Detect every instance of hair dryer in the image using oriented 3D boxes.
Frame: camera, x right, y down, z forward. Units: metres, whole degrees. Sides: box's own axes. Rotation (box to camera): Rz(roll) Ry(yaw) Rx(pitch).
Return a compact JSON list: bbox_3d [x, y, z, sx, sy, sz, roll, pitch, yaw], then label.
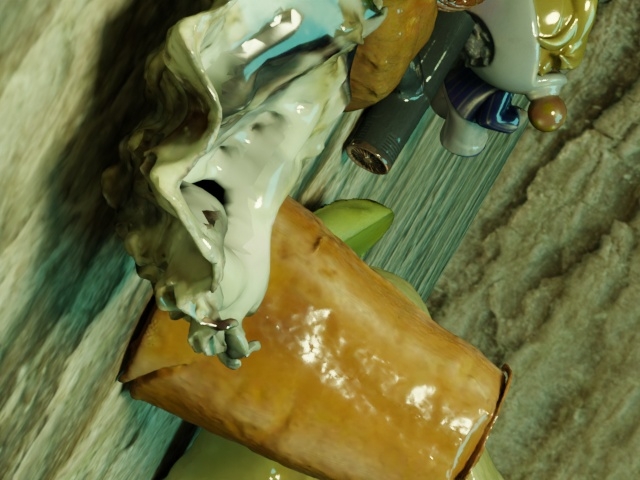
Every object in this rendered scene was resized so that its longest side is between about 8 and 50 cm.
[{"bbox_3d":[0.082,-0.170,1.638,0.173,0.050,0.195,-60,168,-22],"label":"hair dryer"}]

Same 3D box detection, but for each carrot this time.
[{"bbox_3d":[0.009,0.092,1.374,0.196,0.254,0.196,-60,175,-8],"label":"carrot"}]

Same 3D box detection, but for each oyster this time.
[{"bbox_3d":[-0.052,-0.056,1.053,0.351,0.115,0.238,102,10,-77],"label":"oyster"}]

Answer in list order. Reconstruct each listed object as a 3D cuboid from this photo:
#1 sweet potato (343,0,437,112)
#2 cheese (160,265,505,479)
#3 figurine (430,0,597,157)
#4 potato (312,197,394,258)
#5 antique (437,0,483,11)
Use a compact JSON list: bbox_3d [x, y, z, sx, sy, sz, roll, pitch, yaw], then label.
[{"bbox_3d":[0.030,-0.164,1.177,0.354,0.095,0.106,111,-29,-58],"label":"sweet potato"},{"bbox_3d":[-0.012,0.250,1.681,0.384,0.384,0.104,-62,175,9],"label":"cheese"},{"bbox_3d":[0.173,-0.193,1.847,0.274,0.133,0.194,163,-73,-70],"label":"figurine"},{"bbox_3d":[0.000,0.000,1.658,0.119,0.054,0.198,-44,172,28],"label":"potato"},{"bbox_3d":[0.091,-0.215,1.367,0.104,0.104,0.104,-58,171,-16],"label":"antique"}]
